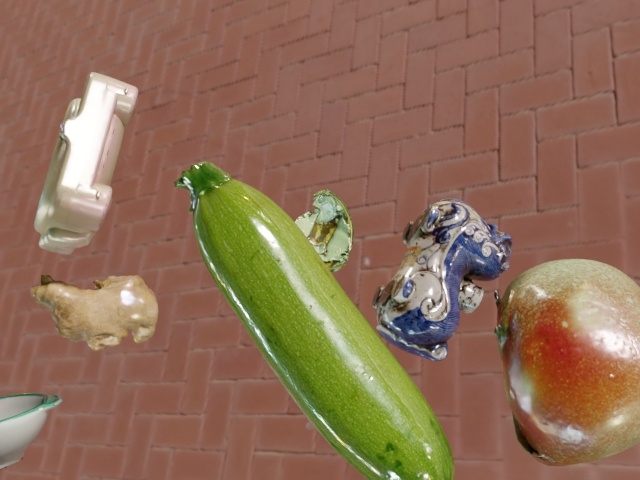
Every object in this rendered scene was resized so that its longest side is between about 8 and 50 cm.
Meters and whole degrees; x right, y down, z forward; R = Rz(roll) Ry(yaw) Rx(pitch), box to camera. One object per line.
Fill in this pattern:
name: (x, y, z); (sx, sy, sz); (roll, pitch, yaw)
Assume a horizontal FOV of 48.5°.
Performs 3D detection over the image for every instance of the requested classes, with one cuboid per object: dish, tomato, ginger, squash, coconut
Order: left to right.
dish: (-0.469, 0.276, 0.972); (0.224, 0.246, 0.078); (-9, 91, -11)
ginger: (-0.398, 0.125, 1.251); (0.074, 0.213, 0.138); (133, 134, -58)
squash: (-0.011, 0.086, 0.695); (0.107, 0.107, 0.395); (-39, 83, 13)
coconut: (-0.002, 0.001, 1.272); (0.158, 0.055, 0.133); (-43, 82, -7)
tomato: (0.389, 0.182, 1.048); (0.238, 0.303, 0.304); (-12, 63, 17)

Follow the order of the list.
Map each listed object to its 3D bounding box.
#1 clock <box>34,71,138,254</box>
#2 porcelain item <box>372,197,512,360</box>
clock: (-0.432, -0.122, 1.285); (0.309, 0.114, 0.284); (-37, 43, 57)
porcelain item: (0.212, 0.069, 1.229); (0.288, 0.186, 0.138); (-64, 9, -22)
